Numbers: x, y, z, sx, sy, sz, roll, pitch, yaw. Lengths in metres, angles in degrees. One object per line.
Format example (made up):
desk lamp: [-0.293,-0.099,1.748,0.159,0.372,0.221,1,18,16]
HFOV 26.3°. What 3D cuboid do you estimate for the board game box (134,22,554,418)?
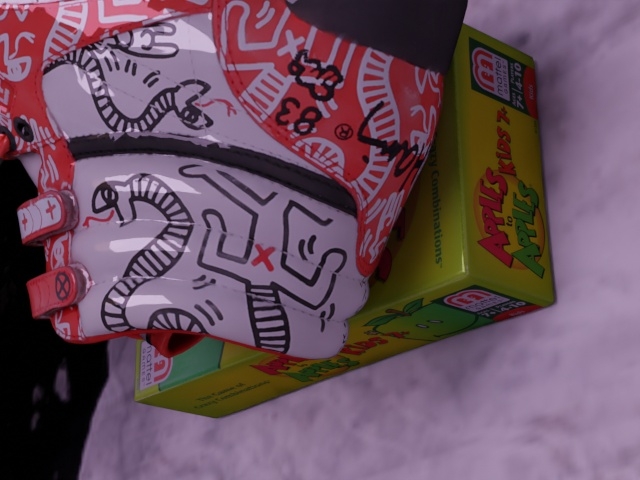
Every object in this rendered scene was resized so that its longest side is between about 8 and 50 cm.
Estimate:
board game box: [0.000,0.000,0.506,0.181,0.043,0.092,-25,57,44]

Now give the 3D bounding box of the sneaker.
sneaker: [-0.095,-0.048,0.459,0.270,0.090,0.145,17,94,19]
